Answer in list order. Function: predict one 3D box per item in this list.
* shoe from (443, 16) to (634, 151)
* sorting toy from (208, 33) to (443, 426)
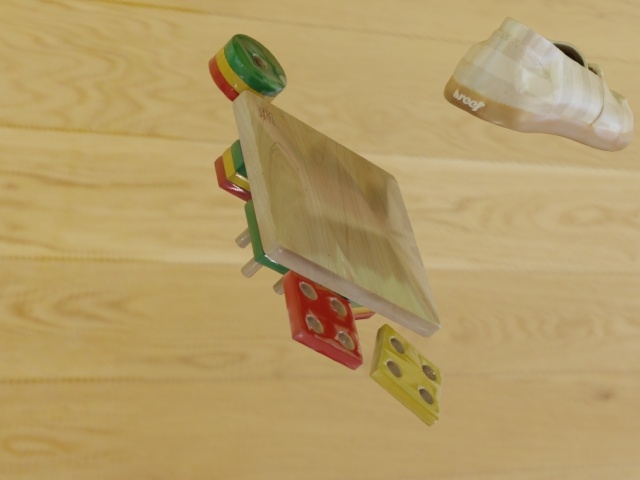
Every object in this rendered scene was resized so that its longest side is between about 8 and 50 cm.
[{"bbox_3d":[0.146,-0.095,0.997,0.219,0.077,0.058,0,113,-62],"label":"shoe"},{"bbox_3d":[0.000,0.000,0.966,0.132,0.274,0.046,28,122,-35],"label":"sorting toy"}]
